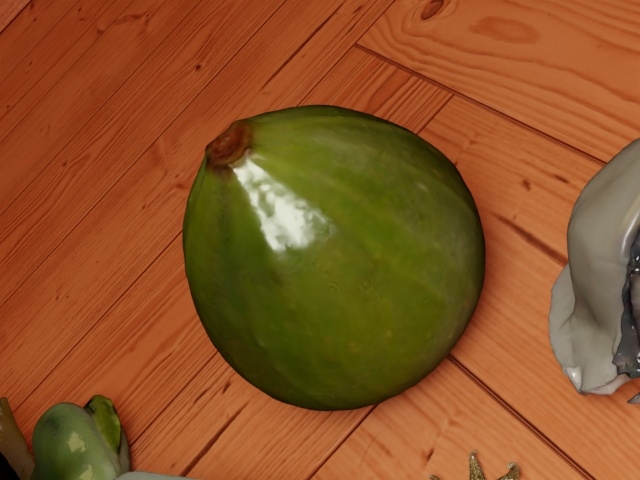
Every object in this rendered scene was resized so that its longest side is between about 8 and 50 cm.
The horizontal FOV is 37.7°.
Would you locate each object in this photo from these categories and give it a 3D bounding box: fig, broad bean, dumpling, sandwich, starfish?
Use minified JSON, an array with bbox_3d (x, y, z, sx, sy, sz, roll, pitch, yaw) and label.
[{"bbox_3d":[0.000,0.000,0.891,0.316,0.316,0.316,-24,43,25],"label":"fig"},{"bbox_3d":[-0.282,0.289,1.079,0.169,0.100,0.228,-10,63,47],"label":"broad bean"},{"bbox_3d":[0.273,-0.011,0.781,0.293,0.163,0.204,-56,42,7],"label":"dumpling"},{"bbox_3d":[-0.421,0.329,1.167,0.094,0.096,0.258,-12,51,44],"label":"sandwich"},{"bbox_3d":[0.130,0.219,0.809,0.091,0.028,0.078,3,53,47],"label":"starfish"}]

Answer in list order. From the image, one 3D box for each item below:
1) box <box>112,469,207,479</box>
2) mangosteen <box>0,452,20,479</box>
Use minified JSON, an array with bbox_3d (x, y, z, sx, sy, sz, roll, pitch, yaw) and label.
[{"bbox_3d":[-0.096,0.388,0.775,0.373,0.090,0.367,-2,55,35],"label":"box"},{"bbox_3d":[-0.419,0.340,0.840,0.381,0.421,0.381,-31,17,11],"label":"mangosteen"}]
